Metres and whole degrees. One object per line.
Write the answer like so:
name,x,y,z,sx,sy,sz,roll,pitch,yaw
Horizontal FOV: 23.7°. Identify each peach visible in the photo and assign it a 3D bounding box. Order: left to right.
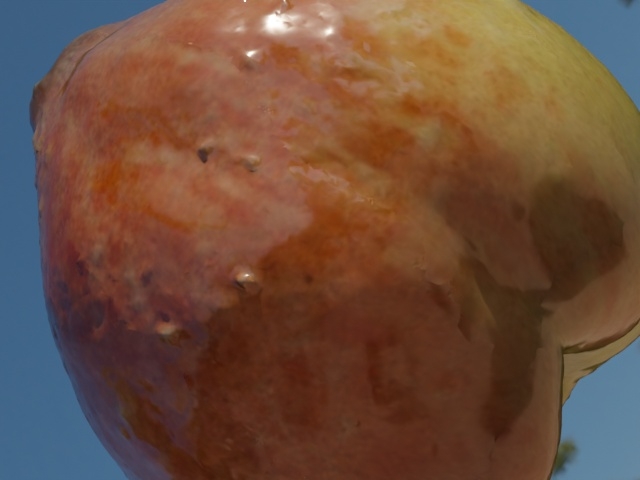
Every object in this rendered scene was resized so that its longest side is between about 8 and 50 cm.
peach,0.000,0.000,0.531,0.232,0.232,0.232,-40,-28,-28
